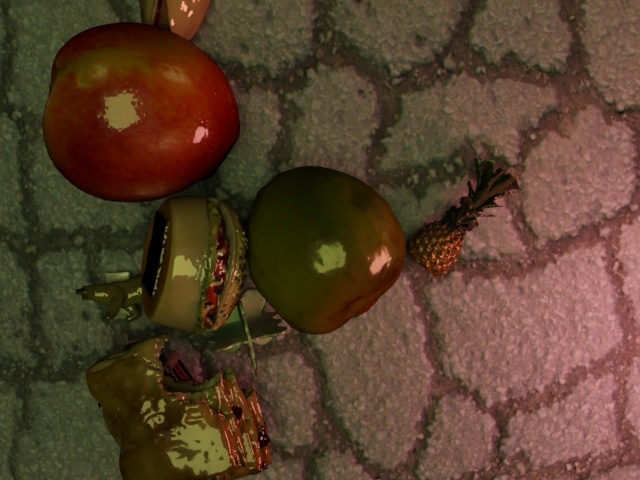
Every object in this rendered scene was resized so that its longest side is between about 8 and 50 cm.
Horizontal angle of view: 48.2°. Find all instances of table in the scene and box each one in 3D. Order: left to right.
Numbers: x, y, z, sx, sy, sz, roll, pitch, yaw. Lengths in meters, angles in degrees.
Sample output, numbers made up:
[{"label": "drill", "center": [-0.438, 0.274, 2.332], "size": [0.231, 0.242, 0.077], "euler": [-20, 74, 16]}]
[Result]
[{"label": "table", "center": [-0.163, 0.195, 1.544], "size": [0.167, 0.198, 0.166], "euler": [-1, 96, -11]}]

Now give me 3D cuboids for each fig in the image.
[{"label": "fig", "center": [-0.004, 0.006, 1.469], "size": [0.344, 0.343, 0.343], "euler": [0, 99, 0]}]

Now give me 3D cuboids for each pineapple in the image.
[{"label": "pineapple", "center": [0.304, -0.054, 1.555], "size": [0.130, 0.119, 0.277], "euler": [41, 96, -13]}]

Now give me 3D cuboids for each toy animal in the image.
[{"label": "toy animal", "center": [-0.419, 0.117, 1.587], "size": [0.219, 0.103, 0.100], "euler": [-21, 76, -14]}]

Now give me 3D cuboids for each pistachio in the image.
[{"label": "pistachio", "center": [-0.299, -0.517, 1.468], "size": [0.158, 0.157, 0.229], "euler": [14, 111, -2]}]

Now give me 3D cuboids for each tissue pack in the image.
[{"label": "tissue pack", "center": [-0.456, 0.124, 1.633], "size": [0.056, 0.023, 0.108], "euler": [-4, 98, 0]}]

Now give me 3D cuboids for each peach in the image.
[{"label": "peach", "center": [-0.349, -0.245, 1.409], "size": [0.389, 0.388, 0.387], "euler": [0, 99, 0]}]

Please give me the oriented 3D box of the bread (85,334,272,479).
[{"label": "bread", "center": [-0.300, 0.378, 1.498], "size": [0.314, 0.191, 0.369], "euler": [-21, 98, 9]}]

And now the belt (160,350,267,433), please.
[{"label": "belt", "center": [-0.278, 0.385, 1.641], "size": [0.360, 0.094, 0.126], "euler": [38, 102, -4]}]

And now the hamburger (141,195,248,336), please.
[{"label": "hamburger", "center": [-0.253, 0.051, 1.448], "size": [0.176, 0.300, 0.300], "euler": [7, 100, -26]}]
